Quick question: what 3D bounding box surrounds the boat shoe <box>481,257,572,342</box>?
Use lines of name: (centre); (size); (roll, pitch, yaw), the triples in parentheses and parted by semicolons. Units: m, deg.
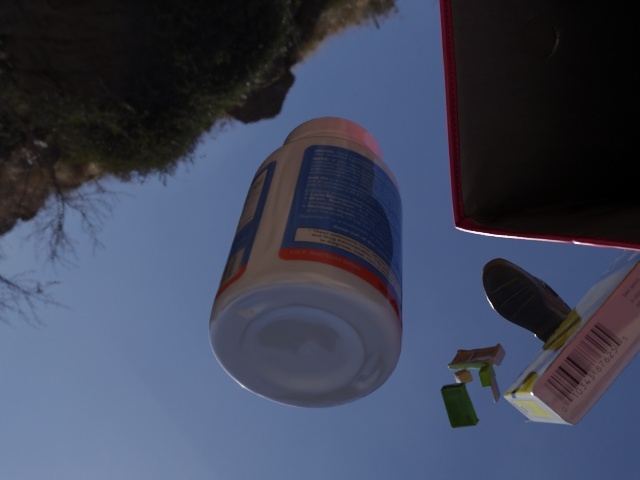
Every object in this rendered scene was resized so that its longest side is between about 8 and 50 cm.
boat shoe: (0.479, 0.138, 1.558); (0.110, 0.307, 0.104); (-39, -161, 27)

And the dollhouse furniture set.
dollhouse furniture set: (0.221, 0.206, 0.973); (0.076, 0.059, 0.151); (-16, -173, 29)

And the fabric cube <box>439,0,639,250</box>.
fabric cube: (0.256, -0.136, 0.438); (0.258, 0.254, 0.259); (-7, -172, -23)

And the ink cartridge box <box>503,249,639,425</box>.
ink cartridge box: (0.356, 0.100, 0.856); (0.072, 0.307, 0.304); (40, -96, 12)

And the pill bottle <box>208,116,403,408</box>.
pill bottle: (0.000, 0.000, 0.500); (0.124, 0.124, 0.222); (-12, -144, 17)
